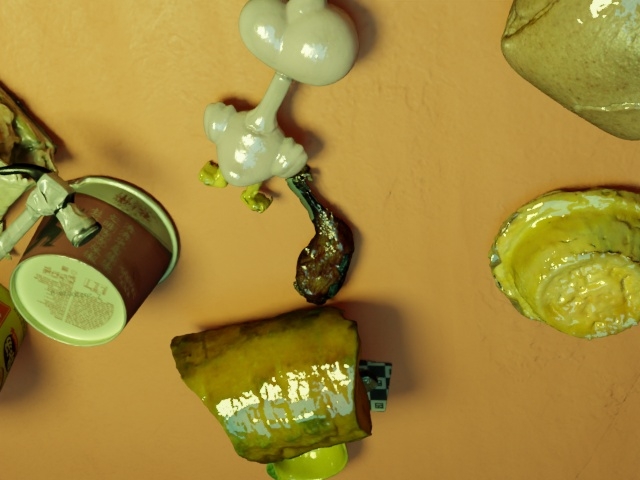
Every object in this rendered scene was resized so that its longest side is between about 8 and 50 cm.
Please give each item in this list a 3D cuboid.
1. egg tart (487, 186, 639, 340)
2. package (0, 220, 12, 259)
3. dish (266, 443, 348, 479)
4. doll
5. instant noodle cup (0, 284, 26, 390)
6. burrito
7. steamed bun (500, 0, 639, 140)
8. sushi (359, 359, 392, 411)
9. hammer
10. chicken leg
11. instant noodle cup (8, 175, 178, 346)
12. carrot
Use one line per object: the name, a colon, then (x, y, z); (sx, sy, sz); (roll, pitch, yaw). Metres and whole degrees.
egg tart: (0.396, 0.047, 1.029); (0.288, 0.118, 0.288); (6, 127, 9)
package: (-0.556, -0.005, 1.168); (0.059, 0.029, 0.083); (6, 116, 12)
dish: (-0.025, 0.405, 1.363); (0.148, 0.080, 0.207); (33, 122, -20)
doll: (-0.064, -0.193, 0.926); (0.160, 0.094, 0.365); (28, 123, -1)
instant noodle cup: (-0.674, 0.195, 1.209); (0.311, 0.222, 0.312); (3, 127, 4)
burrito: (-0.555, -0.082, 1.045); (0.331, 0.135, 0.190); (-34, 113, 28)
steamed bun: (0.361, -0.241, 0.743); (0.251, 0.199, 0.301); (25, 135, -20)
sushi: (0.028, 0.277, 1.292); (0.200, 0.031, 0.139); (6, 127, 4)
hammer: (-0.486, 0.063, 0.970); (0.152, 0.044, 0.427); (46, 107, 0)
chicken leg: (0.000, 0.000, 1.086); (0.105, 0.051, 0.253); (3, 123, 12)
instant noodle cup: (-0.361, 0.042, 1.083); (0.234, 0.179, 0.235); (5, 126, 6)
carrot: (-0.067, 0.241, 1.151); (0.340, 0.242, 0.242); (-15, 123, 15)
